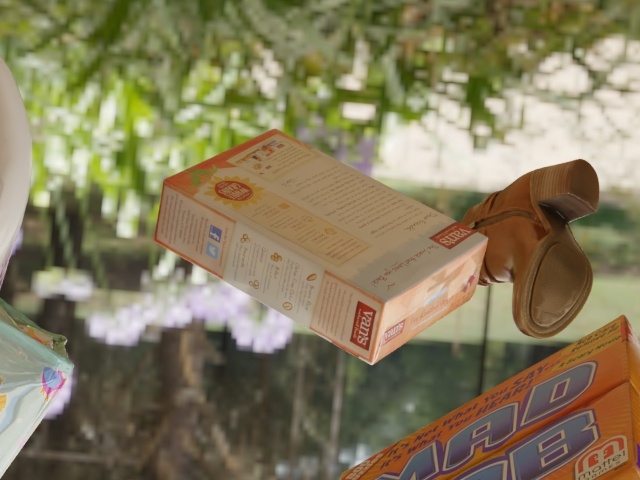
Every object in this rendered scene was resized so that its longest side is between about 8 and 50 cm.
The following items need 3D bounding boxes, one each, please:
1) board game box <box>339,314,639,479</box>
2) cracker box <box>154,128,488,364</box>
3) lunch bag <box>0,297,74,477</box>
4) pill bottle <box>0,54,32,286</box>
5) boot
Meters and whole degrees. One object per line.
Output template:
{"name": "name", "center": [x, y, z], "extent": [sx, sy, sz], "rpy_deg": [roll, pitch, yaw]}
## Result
{"name": "board game box", "center": [0.239, 0.358, 1.775], "extent": [0.356, 0.356, 0.356], "rpy_deg": [-31, -168, 16]}
{"name": "cracker box", "center": [0.000, 0.000, 1.522], "extent": [0.232, 0.067, 0.155], "rpy_deg": [28, -146, 27]}
{"name": "lunch bag", "center": [-0.372, 0.109, 1.530], "extent": [0.262, 0.223, 0.160], "rpy_deg": [36, -179, -17]}
{"name": "pill bottle", "center": [-0.227, 0.013, 0.811], "extent": [0.169, 0.169, 0.301], "rpy_deg": [6, 158, -14]}
{"name": "boot", "center": [0.178, 0.023, 1.688], "extent": [0.073, 0.197, 0.152], "rpy_deg": [40, 142, -24]}
